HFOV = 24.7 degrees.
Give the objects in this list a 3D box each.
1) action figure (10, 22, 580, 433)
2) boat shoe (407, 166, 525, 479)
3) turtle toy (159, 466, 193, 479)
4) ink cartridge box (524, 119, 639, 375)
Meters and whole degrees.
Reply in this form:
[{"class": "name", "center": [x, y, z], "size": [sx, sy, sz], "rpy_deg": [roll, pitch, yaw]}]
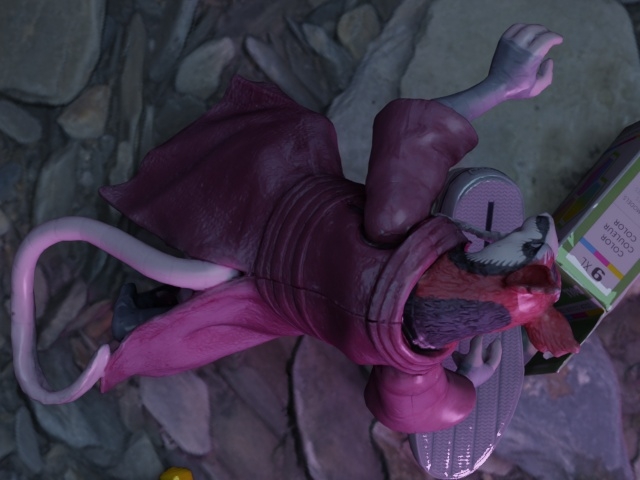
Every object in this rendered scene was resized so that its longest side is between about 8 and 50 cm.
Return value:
[{"class": "action figure", "center": [0.000, 0.000, 0.899], "size": [0.276, 0.370, 0.248], "rpy_deg": [-13, 106, -34]}, {"class": "boat shoe", "center": [0.105, 0.057, 1.064], "size": [0.083, 0.076, 0.226], "rpy_deg": [9, 99, -14]}, {"class": "turtle toy", "center": [-0.129, 0.212, 1.008], "size": [0.130, 0.066, 0.095], "rpy_deg": [-12, 86, -11]}, {"class": "ink cartridge box", "center": [0.201, 0.001, 1.066], "size": [0.062, 0.109, 0.209], "rpy_deg": [42, 79, -3]}]
